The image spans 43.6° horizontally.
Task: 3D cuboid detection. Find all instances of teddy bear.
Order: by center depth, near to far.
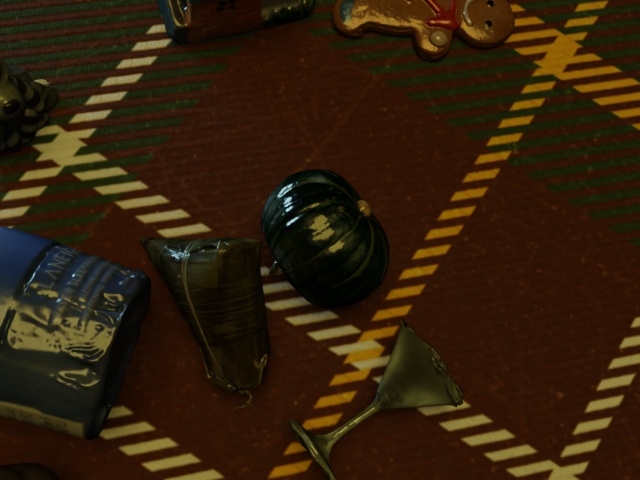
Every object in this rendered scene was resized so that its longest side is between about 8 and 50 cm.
[{"bbox_3d":[-0.513,-0.209,1.203,0.144,0.251,0.171,39,88,7],"label":"teddy bear"}]

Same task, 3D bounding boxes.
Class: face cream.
[{"bbox_3d":[-0.372,0.129,1.105,0.225,0.249,0.249,18,73,-5],"label":"face cream"}]

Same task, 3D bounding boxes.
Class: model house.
[{"bbox_3d":[-0.136,-0.474,1.285,0.271,0.301,0.190,-13,83,-10],"label":"model house"}]

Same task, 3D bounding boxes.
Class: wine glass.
[{"bbox_3d":[0.076,0.247,1.179,0.232,0.156,0.156,-33,80,-10],"label":"wine glass"}]

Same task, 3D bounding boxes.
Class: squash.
[{"bbox_3d":[0.005,-0.002,1.205,0.218,0.172,0.218,34,39,-32],"label":"squash"}]

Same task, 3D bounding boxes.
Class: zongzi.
[{"bbox_3d":[-0.180,0.113,1.219,0.111,0.241,0.247,-14,102,-46],"label":"zongzi"}]

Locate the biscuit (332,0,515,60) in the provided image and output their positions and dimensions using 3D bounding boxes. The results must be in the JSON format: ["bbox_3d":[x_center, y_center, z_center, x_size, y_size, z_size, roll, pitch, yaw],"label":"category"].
[{"bbox_3d":[0.194,-0.425,1.433,0.324,0.049,0.205,16,72,-4],"label":"biscuit"}]

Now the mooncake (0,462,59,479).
[{"bbox_3d":[-0.456,0.364,1.039,0.245,0.245,0.133,-4,73,-8],"label":"mooncake"}]
